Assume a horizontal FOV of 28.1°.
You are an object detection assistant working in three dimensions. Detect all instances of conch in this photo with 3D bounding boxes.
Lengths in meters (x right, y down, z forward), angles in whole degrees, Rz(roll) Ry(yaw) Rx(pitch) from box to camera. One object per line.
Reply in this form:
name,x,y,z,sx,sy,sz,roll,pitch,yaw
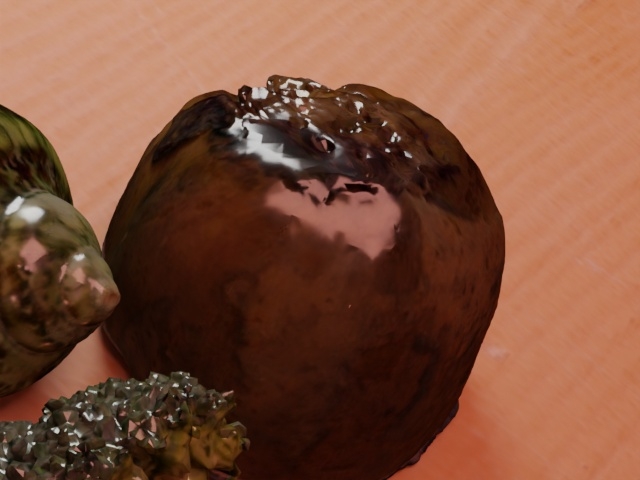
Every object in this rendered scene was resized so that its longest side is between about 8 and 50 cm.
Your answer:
conch,-0.183,-0.004,0.687,0.181,0.124,0.187,43,33,8

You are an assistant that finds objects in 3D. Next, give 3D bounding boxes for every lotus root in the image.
lotus root,0.000,0.000,0.765,0.272,0.192,0.272,13,41,-11

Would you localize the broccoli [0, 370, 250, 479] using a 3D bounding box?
broccoli,-0.045,0.207,0.520,0.361,0.221,0.252,22,47,-27
